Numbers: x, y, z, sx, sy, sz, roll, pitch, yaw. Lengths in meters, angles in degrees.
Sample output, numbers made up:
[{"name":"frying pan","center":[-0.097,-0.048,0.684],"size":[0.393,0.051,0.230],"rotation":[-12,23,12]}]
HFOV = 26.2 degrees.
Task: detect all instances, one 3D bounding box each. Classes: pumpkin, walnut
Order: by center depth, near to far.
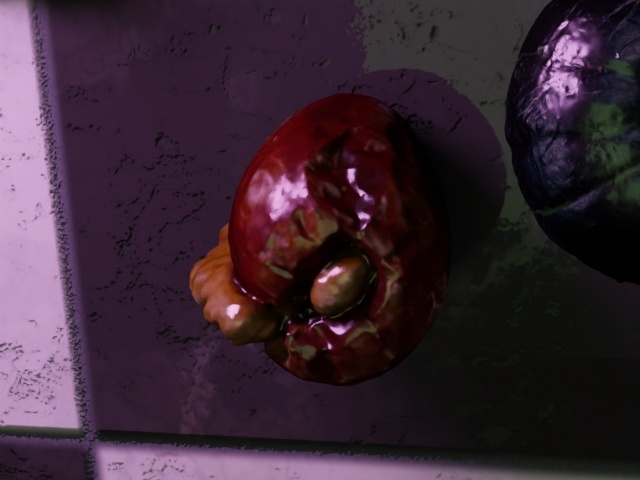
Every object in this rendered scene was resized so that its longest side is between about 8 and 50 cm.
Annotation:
[{"name":"pumpkin","center":[0.309,-0.100,1.166],"size":[0.315,0.238,0.315],"rotation":[0,96,1]},{"name":"walnut","center":[0.000,0.000,1.273],"size":[0.244,0.269,0.221],"rotation":[-27,111,18]}]
